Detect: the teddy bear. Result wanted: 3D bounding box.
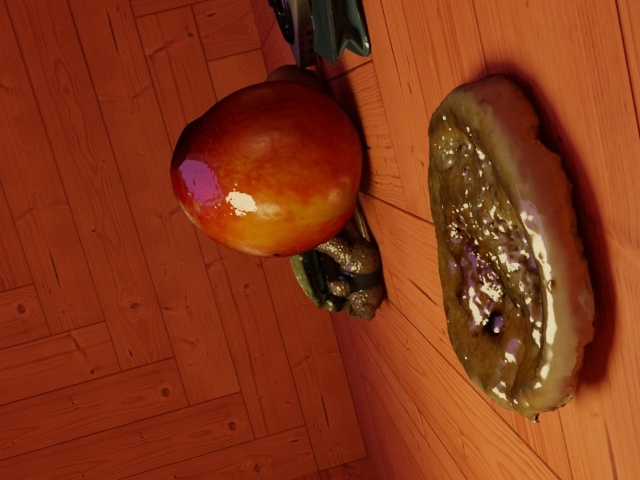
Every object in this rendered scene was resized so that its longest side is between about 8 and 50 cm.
[{"bbox_3d":[0.074,0.053,1.668,0.129,0.182,0.251,-15,105,47],"label":"teddy bear"}]

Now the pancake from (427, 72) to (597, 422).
[{"bbox_3d":[0.167,0.007,0.744,0.356,0.065,0.356,167,90,-82],"label":"pancake"}]

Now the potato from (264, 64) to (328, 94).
[{"bbox_3d":[-0.068,-0.334,1.762,0.234,0.161,0.128,56,138,49],"label":"potato"}]

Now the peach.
[{"bbox_3d":[-0.106,-0.139,1.514,0.388,0.388,0.388,165,90,-85],"label":"peach"}]

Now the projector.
[{"bbox_3d":[-0.073,-0.550,1.674,0.257,0.079,0.259,88,165,-66],"label":"projector"}]

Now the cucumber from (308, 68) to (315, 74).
[{"bbox_3d":[-0.022,-0.375,1.923,0.133,0.032,0.032,81,173,-59],"label":"cucumber"}]

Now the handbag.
[{"bbox_3d":[0.019,-0.391,1.251,0.229,0.062,0.179,-117,16,-69],"label":"handbag"}]

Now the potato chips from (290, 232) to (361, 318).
[{"bbox_3d":[0.000,0.000,1.839,0.429,0.070,0.358,66,-163,13],"label":"potato chips"}]

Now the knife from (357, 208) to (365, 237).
[{"bbox_3d":[0.097,-0.032,1.783,0.014,0.005,0.091,-129,24,-74],"label":"knife"}]
